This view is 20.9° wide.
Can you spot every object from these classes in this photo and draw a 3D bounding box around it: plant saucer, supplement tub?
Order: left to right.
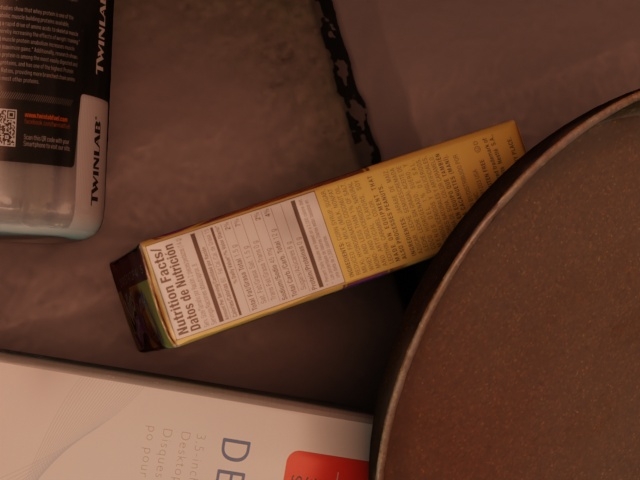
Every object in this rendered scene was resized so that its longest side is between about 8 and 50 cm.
[{"bbox_3d":[-0.152,-0.096,0.787,0.117,0.117,0.190,4,87,-14],"label":"supplement tub"},{"bbox_3d":[0.137,0.063,0.826,0.311,0.050,0.310,-17,121,-31],"label":"plant saucer"}]

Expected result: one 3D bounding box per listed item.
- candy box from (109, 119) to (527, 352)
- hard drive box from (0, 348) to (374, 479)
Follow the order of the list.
[{"bbox_3d":[0.000,0.000,0.826,0.187,0.109,0.053,-18,90,-14],"label":"candy box"},{"bbox_3d":[-0.103,0.147,0.802,0.232,0.089,0.181,10,85,-14],"label":"hard drive box"}]
